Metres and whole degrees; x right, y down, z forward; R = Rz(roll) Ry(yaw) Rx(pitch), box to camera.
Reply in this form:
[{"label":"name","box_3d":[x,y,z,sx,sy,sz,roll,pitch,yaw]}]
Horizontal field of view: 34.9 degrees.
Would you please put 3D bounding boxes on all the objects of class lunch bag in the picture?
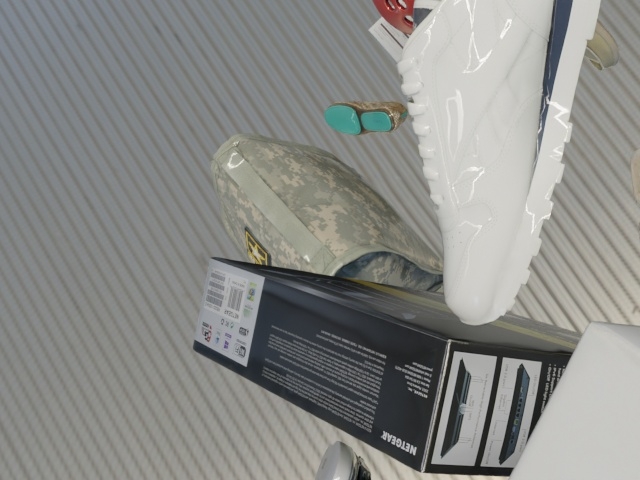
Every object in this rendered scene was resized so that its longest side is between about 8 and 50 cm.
[{"label":"lunch bag","box_3d":[0.000,0.000,1.254,0.169,0.287,0.235,-47,60,11]}]

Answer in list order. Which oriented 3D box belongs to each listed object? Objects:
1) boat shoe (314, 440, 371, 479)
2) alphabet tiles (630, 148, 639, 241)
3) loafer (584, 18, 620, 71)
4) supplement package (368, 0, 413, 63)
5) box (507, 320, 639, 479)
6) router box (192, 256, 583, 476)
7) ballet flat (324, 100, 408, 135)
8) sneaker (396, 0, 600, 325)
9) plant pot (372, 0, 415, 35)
[{"label":"boat shoe","box_3d":[0.021,0.190,0.825,0.040,0.142,0.049,24,83,1]},{"label":"alphabet tiles","box_3d":[0.328,0.021,0.735,0.021,0.278,0.284,-17,105,-24]},{"label":"loafer","box_3d":[0.450,-0.381,1.830,0.092,0.268,0.102,-40,46,15]},{"label":"supplement package","box_3d":[0.251,-0.334,1.928,0.145,0.262,0.204,-43,56,12]},{"label":"box","box_3d":[0.167,0.227,0.449,0.168,0.215,0.345,45,121,49]},{"label":"router box","box_3d":[0.083,0.087,0.741,0.309,0.243,0.081,15,94,58]},{"label":"ballet flat","box_3d":[0.095,-0.244,2.008,0.206,0.067,0.073,15,126,48]},{"label":"sneaker","box_3d":[0.084,-0.069,0.553,0.095,0.090,0.235,7,104,-2]},{"label":"plant pot","box_3d":[0.180,-0.413,1.528,0.191,0.174,0.191,0,91,-13]}]
